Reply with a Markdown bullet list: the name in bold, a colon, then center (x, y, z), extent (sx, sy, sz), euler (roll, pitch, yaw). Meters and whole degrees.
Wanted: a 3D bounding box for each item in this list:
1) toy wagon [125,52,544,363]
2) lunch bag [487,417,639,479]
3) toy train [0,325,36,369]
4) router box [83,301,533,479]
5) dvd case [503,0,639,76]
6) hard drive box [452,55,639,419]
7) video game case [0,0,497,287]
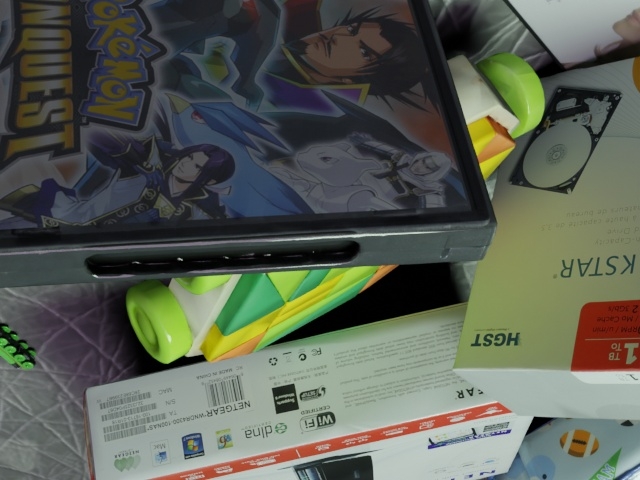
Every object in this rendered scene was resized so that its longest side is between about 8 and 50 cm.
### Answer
- **toy wagon**: center (0.000, 0.000, 0.705), extent (0.267, 0.068, 0.344), euler (-27, 165, -28)
- **lunch bag**: center (0.338, 0.253, 1.099), extent (0.303, 0.115, 0.243), euler (-34, 134, 18)
- **toy train**: center (-0.264, 0.082, 0.849), extent (0.023, 0.017, 0.083), euler (-15, 137, 16)
- **router box**: center (0.005, 0.167, 0.883), extent (0.335, 0.082, 0.301), euler (-13, 156, 0)
- **dvd case**: center (0.235, -0.186, 0.636), extent (0.253, 0.022, 0.180), euler (-18, 140, 36)
- **hard drive box**: center (0.207, -0.004, 0.683), extent (0.181, 0.232, 0.089), euler (-8, 148, 43)
- **video game case**: center (-0.062, -0.102, 0.531), extent (0.248, 0.275, 0.035), euler (-3, 144, -11)
